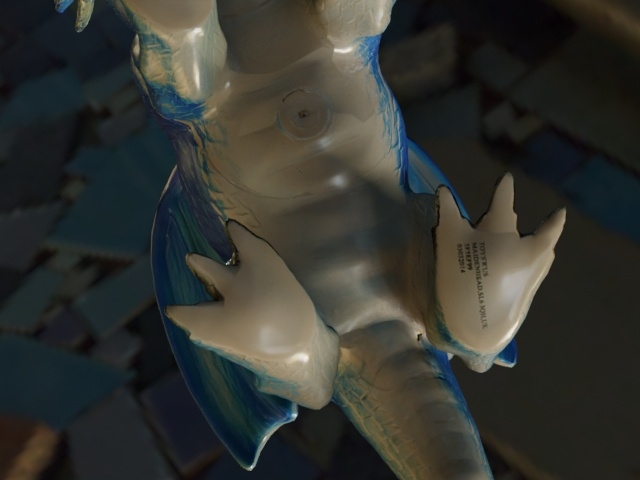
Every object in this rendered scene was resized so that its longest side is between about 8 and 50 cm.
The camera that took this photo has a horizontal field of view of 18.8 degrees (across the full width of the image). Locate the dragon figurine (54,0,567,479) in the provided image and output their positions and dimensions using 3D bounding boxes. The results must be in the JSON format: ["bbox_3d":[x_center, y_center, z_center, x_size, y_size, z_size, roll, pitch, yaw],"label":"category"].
[{"bbox_3d":[0.000,0.000,0.470,0.144,0.085,0.289,92,-23,-75],"label":"dragon figurine"}]
